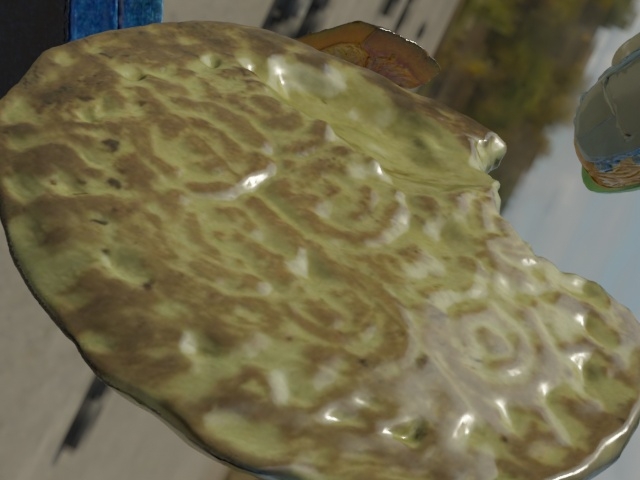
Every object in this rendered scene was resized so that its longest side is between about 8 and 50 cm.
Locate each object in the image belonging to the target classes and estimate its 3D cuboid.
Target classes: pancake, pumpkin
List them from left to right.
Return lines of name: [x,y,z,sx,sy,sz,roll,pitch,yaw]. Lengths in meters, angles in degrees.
pancake: [0.000,0.000,0.593,0.235,0.212,0.029,-112,-144,-45]
pumpkin: [0.027,-0.125,1.348,0.101,0.073,0.035,-11,-131,45]

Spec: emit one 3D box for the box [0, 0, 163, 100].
box: [-0.244,-0.161,1.259,0.116,0.279,0.261,-15,111,-58]

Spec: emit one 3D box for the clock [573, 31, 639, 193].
clock: [0.289,-0.100,1.390,0.231,0.144,0.103,-33,-120,34]
